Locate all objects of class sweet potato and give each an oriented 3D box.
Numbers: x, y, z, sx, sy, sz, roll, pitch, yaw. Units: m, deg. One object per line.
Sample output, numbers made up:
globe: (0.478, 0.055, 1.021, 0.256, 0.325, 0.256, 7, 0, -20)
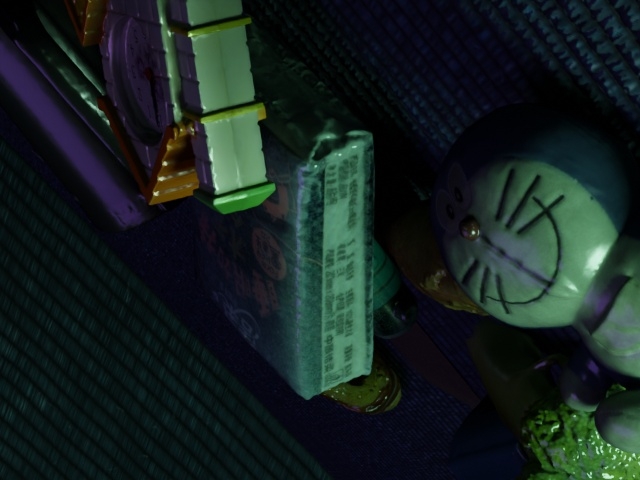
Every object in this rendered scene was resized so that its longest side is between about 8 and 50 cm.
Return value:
sweet potato: (0.110, -0.002, 1.770, 0.109, 0.109, 0.385, 48, 173, -27)

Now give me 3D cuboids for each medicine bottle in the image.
medicine bottle: (0.234, 0.221, 2.192, 0.079, 0.124, 0.258, 50, 157, -5)

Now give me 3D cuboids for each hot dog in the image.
hot dog: (0.051, 0.189, 2.716, 0.123, 0.093, 0.261, 31, -178, 13)

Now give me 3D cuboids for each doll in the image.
doll: (0.195, 0.010, 1.383, 0.258, 0.154, 0.228, 33, 134, 11)

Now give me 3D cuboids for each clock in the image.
clock: (-0.135, -0.158, 1.682, 0.220, 0.106, 0.255, 23, 125, 59)

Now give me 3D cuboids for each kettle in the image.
kettle: (-0.266, -0.165, 2.088, 0.203, 0.262, 0.308, -23, 121, 28)

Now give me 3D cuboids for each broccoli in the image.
broccoli: (0.266, 0.224, 1.926, 0.302, 0.186, 0.254, -96, -4, -76)

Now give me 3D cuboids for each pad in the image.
pad: (0.115, 0.128, 2.483, 0.176, 0.002, 0.266, 27, 161, 53)

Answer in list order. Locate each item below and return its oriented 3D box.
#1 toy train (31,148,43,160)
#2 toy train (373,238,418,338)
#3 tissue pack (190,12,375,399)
toy train: (-0.331, -0.212, 2.349, 0.307, 0.173, 0.249, 45, 178, -13)
toy train: (0.000, 0.000, 2.113, 0.194, 0.120, 0.298, 24, 159, 45)
tissue pack: (-0.044, -0.029, 1.843, 0.228, 0.103, 0.315, 48, 150, 39)
